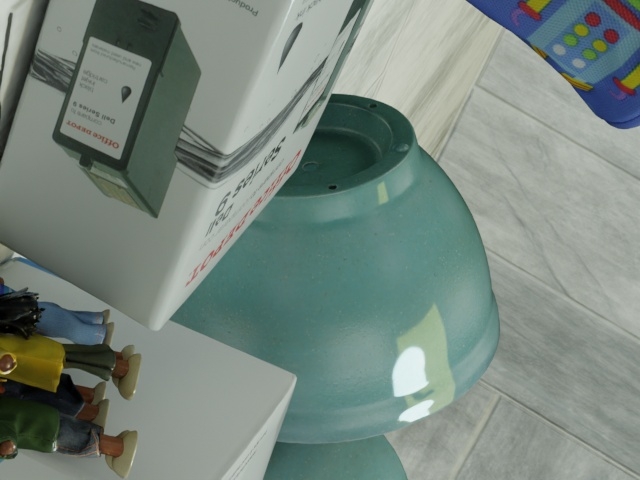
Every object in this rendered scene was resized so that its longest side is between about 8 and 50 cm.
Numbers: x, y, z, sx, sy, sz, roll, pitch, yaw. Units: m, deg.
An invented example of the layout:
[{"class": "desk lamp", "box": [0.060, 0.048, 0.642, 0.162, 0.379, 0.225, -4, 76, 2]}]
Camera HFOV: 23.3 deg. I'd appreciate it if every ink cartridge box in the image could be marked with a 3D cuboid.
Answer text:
[{"class": "ink cartridge box", "box": [-0.166, 0.190, 0.904, 0.197, 0.198, 0.270, -47, 158, -66]}, {"class": "ink cartridge box", "box": [-0.051, -0.126, 0.839, 0.211, 0.121, 0.289, -52, 170, -52]}]

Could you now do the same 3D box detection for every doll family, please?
[{"class": "doll family", "box": [-0.152, 0.056, 0.756, 0.193, 0.111, 0.076, -167, -90, -73]}]

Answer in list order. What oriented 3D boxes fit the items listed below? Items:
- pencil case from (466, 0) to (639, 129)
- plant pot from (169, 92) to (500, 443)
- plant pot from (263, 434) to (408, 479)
[{"class": "pencil case", "box": [0.047, -0.179, 0.628, 0.119, 0.306, 0.133, -50, -174, 18]}, {"class": "plant pot", "box": [0.000, 0.000, 1.288, 0.293, 0.293, 0.196, -52, 144, -48]}, {"class": "plant pot", "box": [-0.104, 0.295, 1.349, 0.334, 0.341, 0.341, -53, 171, -35]}]
